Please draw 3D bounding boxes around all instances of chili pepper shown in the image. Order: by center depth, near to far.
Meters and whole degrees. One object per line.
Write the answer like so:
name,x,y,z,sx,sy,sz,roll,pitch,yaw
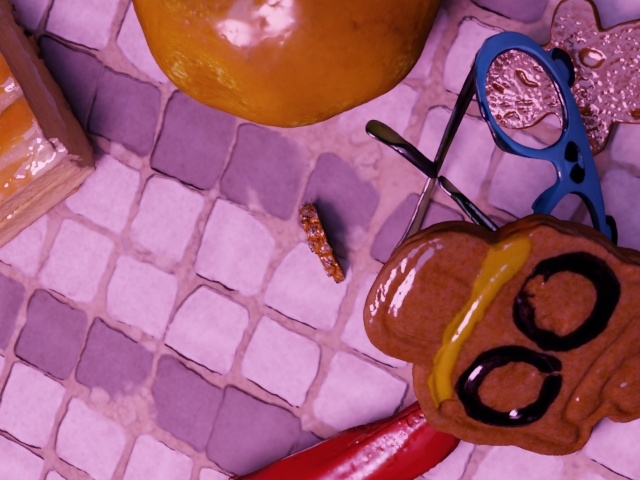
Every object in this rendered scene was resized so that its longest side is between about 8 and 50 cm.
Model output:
chili pepper,-0.017,0.241,0.997,0.388,0.110,0.110,-32,81,18

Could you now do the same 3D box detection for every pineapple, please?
pineapple,0.000,0.000,1.013,0.019,0.045,0.083,-25,79,8

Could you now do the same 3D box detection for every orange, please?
orange,-0.030,-0.232,0.910,0.279,0.235,0.279,2,98,14

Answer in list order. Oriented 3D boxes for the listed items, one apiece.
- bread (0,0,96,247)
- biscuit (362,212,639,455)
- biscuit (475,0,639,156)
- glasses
bread,-0.374,-0.116,1.116,0.246,0.111,0.239,-32,82,19
biscuit,0.172,0.084,0.870,0.290,0.041,0.208,21,112,-16
biscuit,0.232,-0.140,0.920,0.205,0.031,0.138,-7,101,21
glasses,0.128,-0.040,0.915,0.207,0.102,0.239,-16,102,24
